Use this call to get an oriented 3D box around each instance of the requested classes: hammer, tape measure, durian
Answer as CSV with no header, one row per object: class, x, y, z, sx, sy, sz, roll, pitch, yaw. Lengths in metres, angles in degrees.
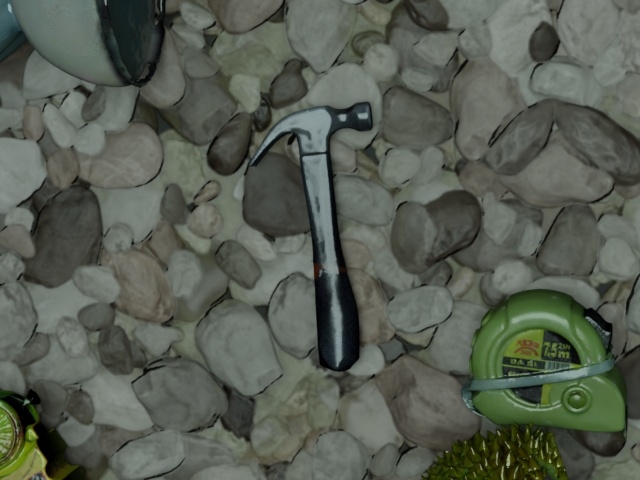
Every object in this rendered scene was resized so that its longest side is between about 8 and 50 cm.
hammer,0.000,0.000,1.907,0.137,0.037,0.290,-5,91,8
tape measure,0.234,0.128,1.853,0.177,0.087,0.154,0,104,10
durian,0.176,0.304,1.797,0.176,0.200,0.237,-13,128,-22

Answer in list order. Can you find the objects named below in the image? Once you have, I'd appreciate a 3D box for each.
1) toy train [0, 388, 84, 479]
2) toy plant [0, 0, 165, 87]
toy train,-0.411,0.286,1.946,0.296,0.100,0.160,-34,89,8
toy plant,-0.347,-0.272,1.861,0.332,0.247,0.247,-1,92,12
